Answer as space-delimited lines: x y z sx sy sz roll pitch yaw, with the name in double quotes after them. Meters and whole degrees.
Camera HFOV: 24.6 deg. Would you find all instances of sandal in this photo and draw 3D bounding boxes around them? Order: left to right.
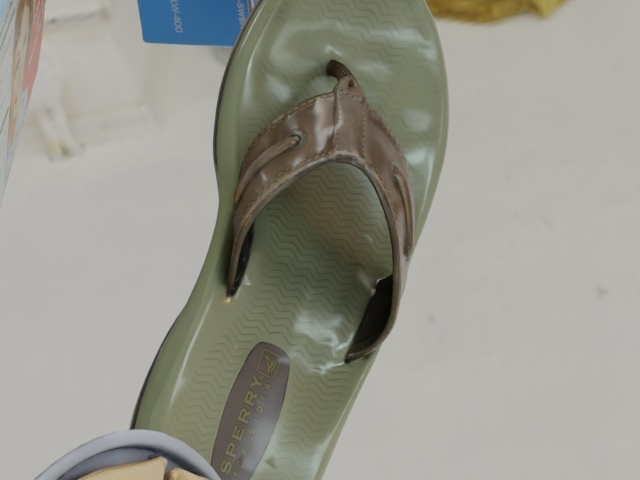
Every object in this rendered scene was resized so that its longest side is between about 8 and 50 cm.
0.001 0.002 0.680 0.086 0.120 0.302 -27 46 64 "sandal"

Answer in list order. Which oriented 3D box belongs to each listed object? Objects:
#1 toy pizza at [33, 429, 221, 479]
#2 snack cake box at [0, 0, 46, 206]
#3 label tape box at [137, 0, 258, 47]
-0.053 0.157 0.430 0.032 0.201 0.201 0 45 24 "toy pizza"
-0.193 -0.092 0.725 0.089 0.152 0.264 8 37 -7 "snack cake box"
-0.093 -0.282 1.099 0.106 0.240 0.333 -4 23 6 "label tape box"
